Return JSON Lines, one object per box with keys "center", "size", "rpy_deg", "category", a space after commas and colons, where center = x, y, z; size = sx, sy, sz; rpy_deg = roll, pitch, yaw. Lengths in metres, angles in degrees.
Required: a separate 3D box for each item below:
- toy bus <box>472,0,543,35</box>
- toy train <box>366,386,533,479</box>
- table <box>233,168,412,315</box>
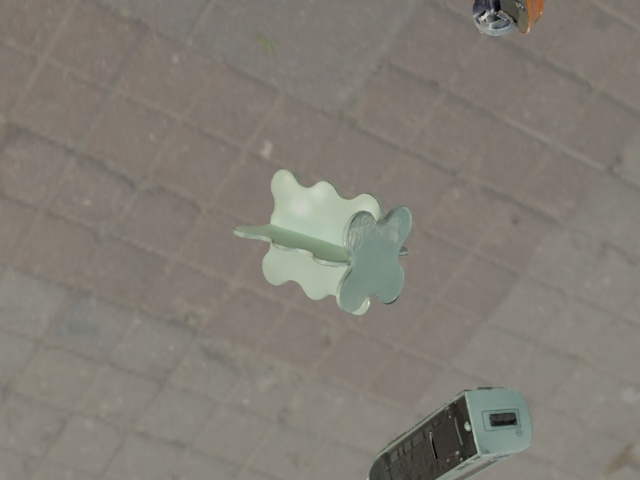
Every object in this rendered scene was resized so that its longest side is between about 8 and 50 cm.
{"center": [0.143, -0.381, 1.649], "size": [0.153, 0.329, 0.143], "rpy_deg": [-48, 157, -9], "category": "toy bus"}
{"center": [0.161, 0.285, 1.897], "size": [0.088, 0.086, 0.407], "rpy_deg": [-5, 161, -20], "category": "toy train"}
{"center": [0.000, 0.000, 1.909], "size": [0.166, 0.198, 0.166], "rpy_deg": [-22, 120, -44], "category": "table"}
